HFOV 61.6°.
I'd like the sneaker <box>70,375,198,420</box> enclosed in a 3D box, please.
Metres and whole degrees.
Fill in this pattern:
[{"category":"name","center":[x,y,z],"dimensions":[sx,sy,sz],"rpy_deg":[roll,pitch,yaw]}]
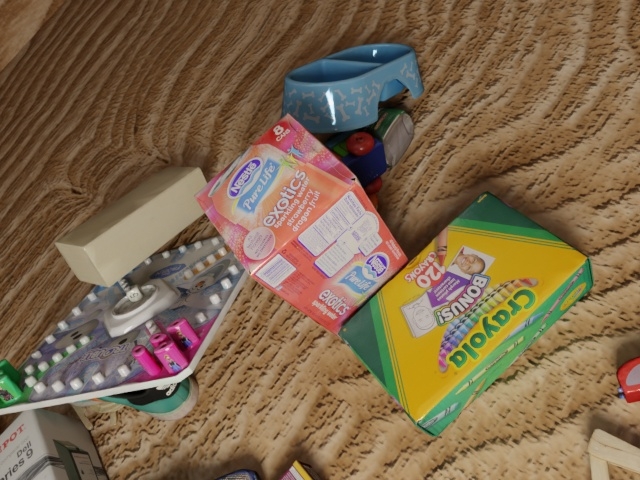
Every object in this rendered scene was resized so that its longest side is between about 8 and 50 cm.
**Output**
[{"category":"sneaker","center":[-0.349,0.207,0.867],"dimensions":[0.303,0.121,0.108],"rpy_deg":[3,54,19]}]

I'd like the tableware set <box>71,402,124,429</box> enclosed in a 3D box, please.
[{"category":"tableware set","center":[-0.394,0.237,0.962],"dimensions":[0.128,0.039,0.194],"rpy_deg":[-42,53,-20]}]

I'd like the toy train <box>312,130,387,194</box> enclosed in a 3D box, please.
[{"category":"toy train","center":[-0.032,-0.093,0.835],"dimensions":[0.248,0.105,0.143],"rpy_deg":[-35,49,-14]}]

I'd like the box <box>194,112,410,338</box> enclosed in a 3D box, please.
[{"category":"box","center":[0.000,0.000,0.698],"dimensions":[0.154,0.300,0.142],"rpy_deg":[-41,58,2]}]

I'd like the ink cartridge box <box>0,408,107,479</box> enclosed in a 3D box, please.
[{"category":"ink cartridge box","center":[-0.432,0.432,0.806],"dimensions":[0.211,0.121,0.289],"rpy_deg":[-47,49,-4]}]

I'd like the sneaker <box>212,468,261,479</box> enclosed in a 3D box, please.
[{"category":"sneaker","center":[-0.176,0.372,0.708],"dimensions":[0.221,0.087,0.083],"rpy_deg":[-30,52,-2]}]

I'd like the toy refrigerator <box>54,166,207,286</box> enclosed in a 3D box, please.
[{"category":"toy refrigerator","center":[-0.326,-0.031,0.983],"dimensions":[0.102,0.094,0.269],"rpy_deg":[5,38,38]}]

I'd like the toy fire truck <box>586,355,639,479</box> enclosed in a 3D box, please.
[{"category":"toy fire truck","center":[0.327,0.218,0.542],"dimensions":[0.135,0.047,0.191],"rpy_deg":[-22,52,19]}]

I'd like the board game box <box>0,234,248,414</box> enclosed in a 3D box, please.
[{"category":"board game box","center":[-0.302,0.097,0.873],"dimensions":[0.390,0.050,0.390],"rpy_deg":[-15,26,22]}]

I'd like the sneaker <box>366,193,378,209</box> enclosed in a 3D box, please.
[{"category":"sneaker","center":[0.013,-0.034,0.876],"dimensions":[0.175,0.067,0.064],"rpy_deg":[-27,49,12]}]

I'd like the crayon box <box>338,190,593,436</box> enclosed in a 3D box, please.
[{"category":"crayon box","center":[0.181,0.088,0.688],"dimensions":[0.278,0.081,0.165],"rpy_deg":[-44,49,-1]}]

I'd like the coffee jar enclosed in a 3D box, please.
[{"category":"coffee jar","center":[0.064,-0.193,0.939],"dimensions":[0.185,0.079,0.096],"rpy_deg":[22,73,39]}]

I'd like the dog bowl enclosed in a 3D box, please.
[{"category":"dog bowl","center":[0.056,-0.263,0.895],"dimensions":[0.166,0.074,0.297],"rpy_deg":[19,40,35]}]

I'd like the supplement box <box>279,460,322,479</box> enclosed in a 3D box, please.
[{"category":"supplement box","center":[-0.033,0.334,0.684],"dimensions":[0.083,0.043,0.055],"rpy_deg":[-48,49,-5]}]
